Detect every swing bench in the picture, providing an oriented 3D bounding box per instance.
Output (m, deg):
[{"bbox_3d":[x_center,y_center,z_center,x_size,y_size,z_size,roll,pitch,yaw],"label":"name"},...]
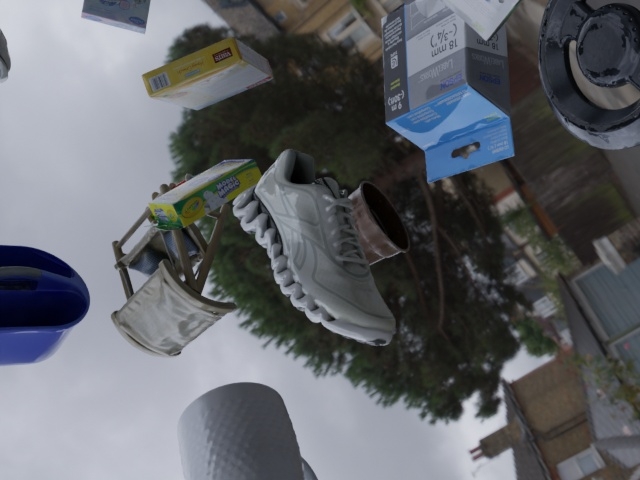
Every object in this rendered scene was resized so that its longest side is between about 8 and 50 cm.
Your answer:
[{"bbox_3d":[-0.304,0.071,1.361,0.165,0.253,0.254,17,-129,-33],"label":"swing bench"}]

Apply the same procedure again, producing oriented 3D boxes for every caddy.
[{"bbox_3d":[-0.652,0.118,1.392,0.341,0.179,0.241,5,-139,-49],"label":"caddy"}]

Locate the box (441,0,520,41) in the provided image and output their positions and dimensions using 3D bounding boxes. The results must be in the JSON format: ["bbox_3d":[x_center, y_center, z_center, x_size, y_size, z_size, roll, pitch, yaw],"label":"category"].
[{"bbox_3d":[0.196,-0.411,0.887,0.232,0.058,0.322,41,176,0],"label":"box"}]

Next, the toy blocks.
[{"bbox_3d":[-0.326,-0.102,1.571,0.054,0.148,0.123,56,-162,-29],"label":"toy blocks"}]

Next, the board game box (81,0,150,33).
[{"bbox_3d":[-0.292,-0.353,0.978,0.090,0.020,0.090,10,-107,-20],"label":"board game box"}]

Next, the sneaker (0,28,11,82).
[{"bbox_3d":[-0.690,-0.433,1.353,0.235,0.090,0.095,87,179,-45],"label":"sneaker"}]

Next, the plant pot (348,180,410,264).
[{"bbox_3d":[0.068,-0.010,1.387,0.167,0.165,0.167,46,-155,-28],"label":"plant pot"}]

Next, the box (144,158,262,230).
[{"bbox_3d":[-0.190,-0.071,1.058,0.105,0.179,0.043,7,128,54],"label":"box"}]

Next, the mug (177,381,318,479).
[{"bbox_3d":[-0.138,0.561,1.587,0.374,0.276,0.328,30,-159,-36],"label":"mug"}]

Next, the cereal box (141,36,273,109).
[{"bbox_3d":[-0.193,-0.293,1.213,0.240,0.173,0.047,-38,-72,-80],"label":"cereal box"}]

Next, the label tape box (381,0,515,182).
[{"bbox_3d":[0.228,-0.297,1.256,0.106,0.241,0.333,3,-100,-30],"label":"label tape box"}]

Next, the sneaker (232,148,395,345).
[{"bbox_3d":[0.000,0.000,0.788,0.110,0.118,0.292,18,-154,-48],"label":"sneaker"}]

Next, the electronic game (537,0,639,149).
[{"bbox_3d":[0.326,-0.216,0.750,0.048,0.229,0.229,-11,-123,-23],"label":"electronic game"}]
